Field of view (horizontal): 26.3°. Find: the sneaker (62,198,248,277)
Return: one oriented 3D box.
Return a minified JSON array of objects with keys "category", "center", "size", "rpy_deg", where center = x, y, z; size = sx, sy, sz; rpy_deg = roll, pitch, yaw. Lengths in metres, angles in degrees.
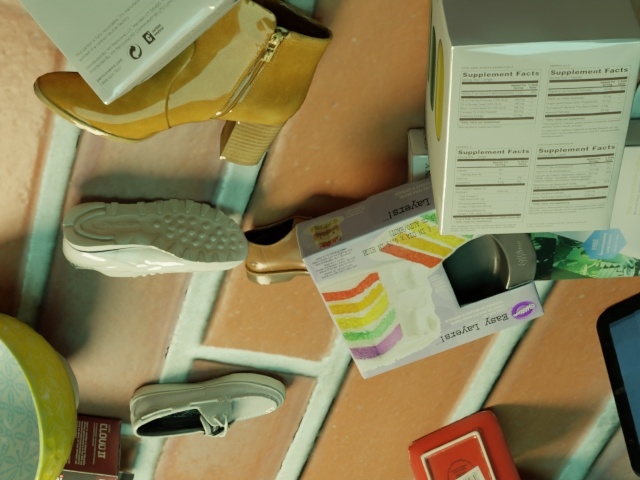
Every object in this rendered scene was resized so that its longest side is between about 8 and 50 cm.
[{"category":"sneaker","center":[-0.209,0.007,1.740],"size":[0.235,0.090,0.095],"rpy_deg":[7,144,-3]}]

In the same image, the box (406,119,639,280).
[{"category":"box","center":[0.267,-0.044,1.733],"size":[0.322,0.058,0.232],"rpy_deg":[-2,134,0]}]

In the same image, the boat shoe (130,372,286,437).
[{"category":"boat shoe","center":[-0.161,0.249,1.969],"size":[0.228,0.081,0.079],"rpy_deg":[-6,134,2]}]

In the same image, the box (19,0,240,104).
[{"category":"box","center":[-0.194,-0.270,1.388],"size":[0.181,0.119,0.182],"rpy_deg":[-37,97,25]}]

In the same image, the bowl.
[{"category":"bowl","center":[-0.420,0.217,1.845],"size":[0.156,0.289,0.289],"rpy_deg":[-18,156,-52]}]

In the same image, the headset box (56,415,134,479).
[{"category":"headset box","center":[-0.428,0.359,2.036],"size":[0.293,0.110,0.218],"rpy_deg":[8,133,-12]}]

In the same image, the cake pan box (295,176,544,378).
[{"category":"cake pan box","center":[0.133,0.037,1.705],"size":[0.267,0.070,0.245],"rpy_deg":[-19,134,5]}]

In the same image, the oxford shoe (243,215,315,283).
[{"category":"oxford shoe","center":[0.000,0.000,1.749],"size":[0.212,0.076,0.076],"rpy_deg":[-11,124,6]}]

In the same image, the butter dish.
[{"category":"butter dish","center":[0.237,0.360,2.084],"size":[0.160,0.160,0.118],"rpy_deg":[-29,153,22]}]

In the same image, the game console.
[{"category":"game console","center":[0.467,0.113,1.735],"size":[0.173,0.293,0.250],"rpy_deg":[-5,134,0]}]

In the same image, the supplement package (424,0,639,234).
[{"category":"supplement package","center":[0.223,-0.169,1.508],"size":[0.198,0.199,0.262],"rpy_deg":[-2,134,-1]}]

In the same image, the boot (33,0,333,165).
[{"category":"boot","center":[-0.151,-0.206,1.528],"size":[0.295,0.104,0.211],"rpy_deg":[13,126,-21]}]
